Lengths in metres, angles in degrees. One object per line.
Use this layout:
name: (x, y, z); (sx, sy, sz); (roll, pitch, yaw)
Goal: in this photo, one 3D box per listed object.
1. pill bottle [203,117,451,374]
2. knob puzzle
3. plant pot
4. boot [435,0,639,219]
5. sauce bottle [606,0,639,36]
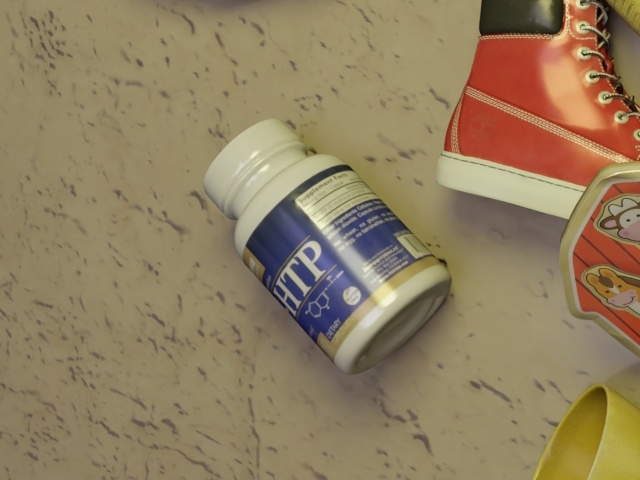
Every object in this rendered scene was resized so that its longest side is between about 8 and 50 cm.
pill bottle: (0.000, 0.000, 1.073); (0.186, 0.112, 0.112); (47, 114, 17)
knob puzzle: (0.240, 0.017, 0.905); (0.213, 0.213, 0.030); (-17, 42, 29)
plant pot: (0.209, 0.180, 0.978); (0.095, 0.134, 0.134); (26, 108, -2)
boot: (0.210, -0.094, 0.971); (0.244, 0.088, 0.176); (18, 97, 26)
sauce bottle: (0.273, -0.146, 0.916); (0.344, 0.111, 0.111); (49, 114, 15)
